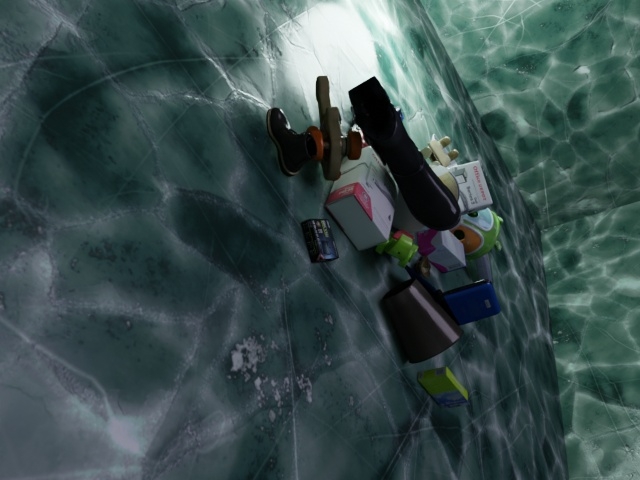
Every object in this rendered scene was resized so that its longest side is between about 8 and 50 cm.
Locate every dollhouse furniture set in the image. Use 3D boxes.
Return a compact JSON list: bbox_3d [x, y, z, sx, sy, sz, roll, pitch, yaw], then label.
[{"bbox_3d":[0.594,-0.366,2.267,0.212,0.161,0.242,-31,89,-45],"label":"dollhouse furniture set"}]

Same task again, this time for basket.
[{"bbox_3d":[0.317,0.250,1.596,0.227,0.204,0.154,58,12,-2],"label":"basket"}]

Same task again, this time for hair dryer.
[{"bbox_3d":[0.150,-0.353,1.759,0.223,0.080,0.294,-25,94,-58],"label":"hair dryer"}]

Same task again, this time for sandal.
[{"bbox_3d":[0.395,0.103,1.904,0.180,0.049,0.072,-42,114,-71],"label":"sandal"}]

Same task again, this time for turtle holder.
[{"bbox_3d":[0.683,-0.085,2.231,0.227,0.243,0.321,31,73,-25],"label":"turtle holder"}]

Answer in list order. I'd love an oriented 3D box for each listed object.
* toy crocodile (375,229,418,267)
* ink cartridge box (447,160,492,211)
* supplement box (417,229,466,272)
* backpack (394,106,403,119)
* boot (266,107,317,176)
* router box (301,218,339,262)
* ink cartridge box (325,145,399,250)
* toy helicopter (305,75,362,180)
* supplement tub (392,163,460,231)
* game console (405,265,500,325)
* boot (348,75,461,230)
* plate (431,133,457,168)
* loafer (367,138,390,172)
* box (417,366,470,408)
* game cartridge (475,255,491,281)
[{"bbox_3d":[0.268,0.011,1.643,0.115,0.105,0.340,32,13,11],"label":"toy crocodile"},{"bbox_3d":[0.560,-0.203,2.085,0.115,0.272,0.199,82,-6,-80],"label":"ink cartridge box"},{"bbox_3d":[0.503,0.034,2.032,0.220,0.111,0.114,34,46,-42],"label":"supplement box"},{"bbox_3d":[0.288,-0.487,2.015,0.101,0.097,0.120,63,32,-16],"label":"backpack"},{"bbox_3d":[-0.071,-0.291,1.338,0.076,0.137,0.198,-18,87,-37],"label":"boot"},{"bbox_3d":[0.000,0.000,1.386,0.092,0.038,0.123,-3,75,-57],"label":"router box"},{"bbox_3d":[0.144,-0.142,1.598,0.207,0.117,0.283,51,37,-27],"label":"ink cartridge box"},{"bbox_3d":[0.022,-0.339,1.484,0.235,0.140,0.355,102,-16,-64],"label":"toy helicopter"},{"bbox_3d":[0.380,-0.160,1.851,0.316,0.228,0.229,-27,95,-57],"label":"supplement tub"},{"bbox_3d":[0.460,0.169,1.697,0.293,0.250,0.174,47,27,-54],"label":"game console"},{"bbox_3d":[0.262,-0.238,1.467,0.367,0.146,0.445,56,6,26],"label":"boot"},{"bbox_3d":[0.628,-0.354,2.485,0.278,0.045,0.278,37,45,-40],"label":"plate"},{"bbox_3d":[0.233,-0.402,1.874,0.112,0.111,0.320,14,62,-52],"label":"loafer"},{"bbox_3d":[0.419,0.499,1.660,0.178,0.109,0.042,50,36,-28],"label":"box"},{"bbox_3d":[0.797,0.107,2.407,0.297,0.062,0.198,59,27,-45],"label":"game cartridge"}]
